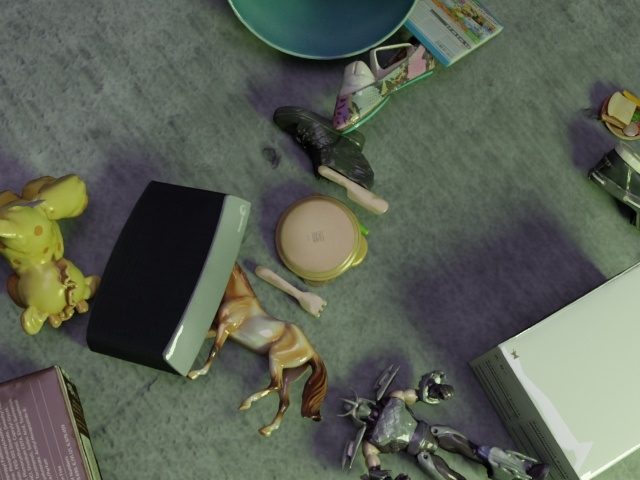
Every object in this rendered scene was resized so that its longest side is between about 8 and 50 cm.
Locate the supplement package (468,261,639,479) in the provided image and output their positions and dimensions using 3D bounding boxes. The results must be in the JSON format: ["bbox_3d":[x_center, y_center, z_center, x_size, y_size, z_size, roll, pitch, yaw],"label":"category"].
[{"bbox_3d":[0.377,0.182,1.296,0.261,0.145,0.204,-27,79,-14],"label":"supplement package"}]

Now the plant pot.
[{"bbox_3d":[0.005,-0.441,1.388,0.290,0.290,0.195,9,39,-5],"label":"plant pot"}]

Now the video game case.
[{"bbox_3d":[0.199,-0.339,1.462,0.119,0.015,0.166,46,50,7],"label":"video game case"}]

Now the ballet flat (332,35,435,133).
[{"bbox_3d":[0.083,-0.239,1.396,0.221,0.077,0.079,-38,113,-31],"label":"ballet flat"}]

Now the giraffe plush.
[{"bbox_3d":[-0.368,0.022,1.245,0.181,0.210,0.171,-24,109,-20],"label":"giraffe plush"}]

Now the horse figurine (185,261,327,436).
[{"bbox_3d":[-0.089,0.145,1.279,0.263,0.066,0.174,32,62,11],"label":"horse figurine"}]

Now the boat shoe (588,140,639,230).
[{"bbox_3d":[0.505,-0.044,1.430,0.233,0.084,0.079,44,111,-1],"label":"boat shoe"}]

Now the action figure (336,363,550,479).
[{"bbox_3d":[0.149,0.273,1.264,0.285,0.099,0.185,28,77,4],"label":"action figure"}]

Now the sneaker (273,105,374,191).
[{"bbox_3d":[0.003,-0.130,1.387,0.170,0.051,0.089,19,67,-5],"label":"sneaker"}]

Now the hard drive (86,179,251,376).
[{"bbox_3d":[-0.209,0.041,1.274,0.172,0.054,0.255,11,70,23],"label":"hard drive"}]

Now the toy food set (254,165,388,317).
[{"bbox_3d":[0.000,0.000,1.357,0.132,0.038,0.192,33,84,5],"label":"toy food set"}]

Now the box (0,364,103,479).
[{"bbox_3d":[-0.383,0.269,1.151,0.203,0.168,0.167,-17,77,-13],"label":"box"}]

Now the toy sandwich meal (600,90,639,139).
[{"bbox_3d":[0.480,-0.198,1.484,0.085,0.029,0.086,2,73,-7],"label":"toy sandwich meal"}]
